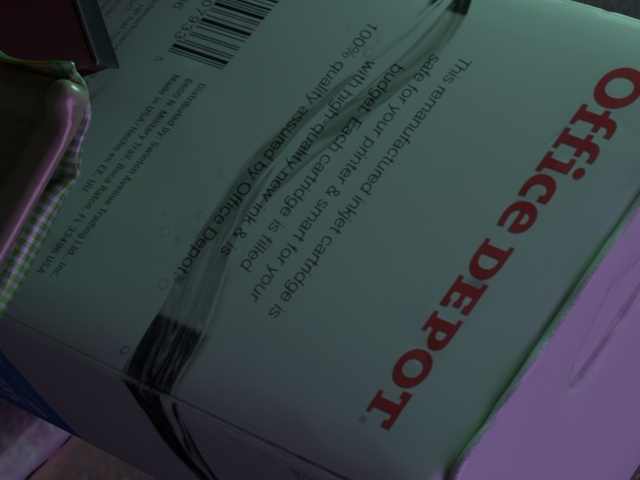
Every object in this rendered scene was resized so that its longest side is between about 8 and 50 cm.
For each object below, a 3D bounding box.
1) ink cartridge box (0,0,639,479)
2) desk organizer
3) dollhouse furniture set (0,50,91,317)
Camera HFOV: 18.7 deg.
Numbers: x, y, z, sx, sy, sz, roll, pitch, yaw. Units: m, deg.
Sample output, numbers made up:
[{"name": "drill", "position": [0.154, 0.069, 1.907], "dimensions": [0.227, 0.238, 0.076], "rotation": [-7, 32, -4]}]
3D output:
[{"name": "ink cartridge box", "position": [0.000, 0.000, 1.038], "dimensions": [0.285, 0.395, 0.166], "rotation": [-53, 142, -20]}, {"name": "desk organizer", "position": [-0.155, -0.145, 1.026], "dimensions": [0.047, 0.050, 0.130], "rotation": [-19, 90, -81]}, {"name": "dollhouse furniture set", "position": [-0.211, 0.052, 0.957], "dimensions": [0.151, 0.197, 0.301], "rotation": [39, 77, -53]}]
